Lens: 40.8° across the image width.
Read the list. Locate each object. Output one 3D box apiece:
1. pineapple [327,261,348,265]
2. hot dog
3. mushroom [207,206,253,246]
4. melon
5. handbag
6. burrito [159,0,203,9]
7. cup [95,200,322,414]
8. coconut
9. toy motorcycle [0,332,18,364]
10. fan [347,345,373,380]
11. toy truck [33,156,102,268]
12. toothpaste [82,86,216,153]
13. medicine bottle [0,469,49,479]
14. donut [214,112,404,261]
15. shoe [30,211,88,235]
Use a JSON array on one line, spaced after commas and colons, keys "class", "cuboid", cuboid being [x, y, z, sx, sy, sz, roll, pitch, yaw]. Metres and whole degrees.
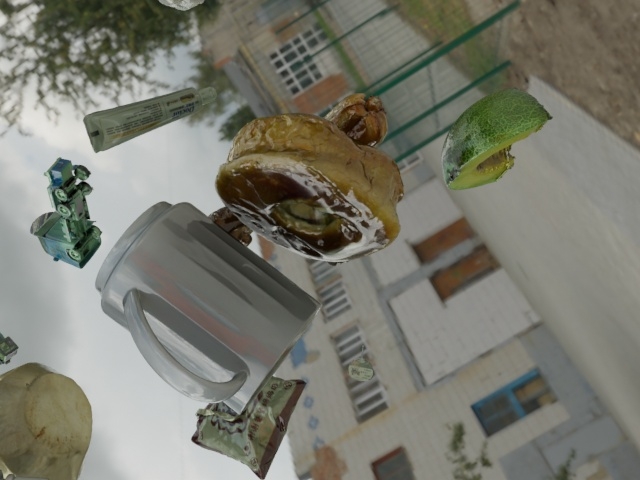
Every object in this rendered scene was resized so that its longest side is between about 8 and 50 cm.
[{"class": "pineapple", "cuboid": [0.000, 0.000, 1.739, 0.159, 0.074, 0.074, 31, -160, -32]}, {"class": "hot dog", "cuboid": [0.045, -0.186, 1.524, 0.102, 0.076, 0.249, 48, 144, -2]}, {"class": "mushroom", "cuboid": [-0.179, -0.024, 1.654, 0.109, 0.126, 0.085, 3, 111, 58]}, {"class": "melon", "cuboid": [0.297, -0.194, 1.625, 0.129, 0.169, 0.265, 64, 162, 14]}, {"class": "handbag", "cuboid": [-0.153, 0.365, 1.805, 0.235, 0.213, 0.127, 12, 166, 43]}, {"class": "burrito", "cuboid": [-0.347, -0.608, 1.567, 0.445, 0.101, 0.139, 58, -140, -37]}, {"class": "cup", "cuboid": [-0.207, 0.120, 1.422, 0.326, 0.237, 0.323, 37, -152, 4]}, {"class": "coconut", "cuboid": [-0.662, 0.432, 1.871, 0.323, 0.323, 0.323, 58, -174, -9]}, {"class": "toy motorcycle", "cuboid": [-0.781, 0.220, 2.017, 0.173, 0.058, 0.100, 45, 139, 11]}, {"class": "fan", "cuboid": [0.087, 0.286, 1.964, 0.080, 0.060, 0.003, 69, -162, 2]}, {"class": "toy truck", "cuboid": [-0.373, -0.044, 1.237, 0.175, 0.081, 0.067, 90, -160, -44]}, {"class": "toothpaste", "cuboid": [-0.287, -0.220, 1.481, 0.037, 0.255, 0.067, 17, 126, 48]}, {"class": "medicine bottle", "cuboid": [-0.632, 0.492, 1.592, 0.139, 0.236, 0.139, -171, 90, -81]}, {"class": "donut", "cuboid": [-0.008, -0.092, 1.438, 0.330, 0.160, 0.330, 18, 159, 7]}, {"class": "shoe", "cuboid": [-0.633, -0.028, 2.091, 0.071, 0.142, 0.064, 89, 178, -49]}]
